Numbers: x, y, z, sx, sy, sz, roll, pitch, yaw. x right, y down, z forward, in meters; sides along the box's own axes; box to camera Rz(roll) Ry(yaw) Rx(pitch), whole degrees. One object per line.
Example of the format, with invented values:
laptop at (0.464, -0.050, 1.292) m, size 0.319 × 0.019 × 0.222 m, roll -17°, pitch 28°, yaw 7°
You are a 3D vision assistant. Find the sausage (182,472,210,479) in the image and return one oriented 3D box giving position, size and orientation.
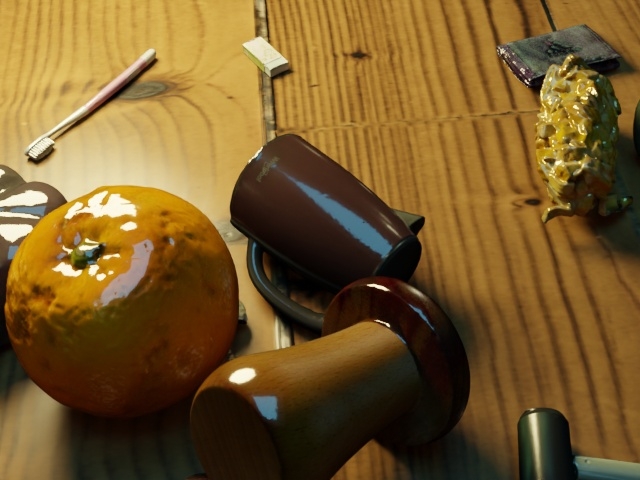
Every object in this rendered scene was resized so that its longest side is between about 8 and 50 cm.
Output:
sausage at (-0.045, 0.331, 0.933) m, size 0.259 × 0.113 × 0.113 m, roll 33°, pitch 57°, yaw 28°

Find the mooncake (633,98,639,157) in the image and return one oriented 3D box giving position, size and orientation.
mooncake at (0.510, -0.152, 1.311) m, size 0.104 × 0.175 × 0.168 m, roll -16°, pitch 87°, yaw -20°

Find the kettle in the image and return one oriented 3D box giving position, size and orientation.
kettle at (0.000, 0.000, 1.217) m, size 0.232 × 0.144 × 0.202 m, roll 36°, pitch 78°, yaw 26°

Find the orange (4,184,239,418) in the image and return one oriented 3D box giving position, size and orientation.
orange at (-0.219, 0.066, 1.087) m, size 0.261 × 0.261 × 0.261 m, roll -1°, pitch 48°, yaw 1°

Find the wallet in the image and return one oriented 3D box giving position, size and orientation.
wallet at (0.374, -0.291, 1.533) m, size 0.166 × 0.030 × 0.111 m, roll -15°, pitch 45°, yaw -14°

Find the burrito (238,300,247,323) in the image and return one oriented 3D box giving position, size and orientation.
burrito at (-0.154, 0.052, 1.228) m, size 0.051 × 0.042 × 0.171 m, roll -5°, pitch 45°, yaw -45°

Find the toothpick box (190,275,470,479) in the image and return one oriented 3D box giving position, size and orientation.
toothpick box at (0.019, 0.153, 1.001) m, size 0.294 × 0.192 × 0.192 m, roll -20°, pitch 48°, yaw -42°

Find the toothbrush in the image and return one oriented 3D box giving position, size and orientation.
toothbrush at (-0.343, -0.211, 1.487) m, size 0.025 × 0.020 × 0.286 m, roll 31°, pitch 56°, yaw 15°

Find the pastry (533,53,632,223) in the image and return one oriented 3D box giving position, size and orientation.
pastry at (0.353, -0.125, 1.323) m, size 0.102 × 0.154 × 0.250 m, roll -13°, pitch 48°, yaw 29°

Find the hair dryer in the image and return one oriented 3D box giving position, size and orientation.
hair dryer at (0.311, 0.245, 1.049) m, size 0.197 × 0.057 × 0.100 m, roll 10°, pitch 49°, yaw -1°

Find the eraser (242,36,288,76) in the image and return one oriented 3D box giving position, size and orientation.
eraser at (-0.088, -0.293, 1.553) m, size 0.038 × 0.019 × 0.083 m, roll -26°, pitch 53°, yaw -22°

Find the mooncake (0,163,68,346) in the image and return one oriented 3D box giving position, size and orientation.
mooncake at (-0.426, 0.016, 1.217) m, size 0.245 × 0.133 × 0.245 m, roll 1°, pitch 41°, yaw -1°
